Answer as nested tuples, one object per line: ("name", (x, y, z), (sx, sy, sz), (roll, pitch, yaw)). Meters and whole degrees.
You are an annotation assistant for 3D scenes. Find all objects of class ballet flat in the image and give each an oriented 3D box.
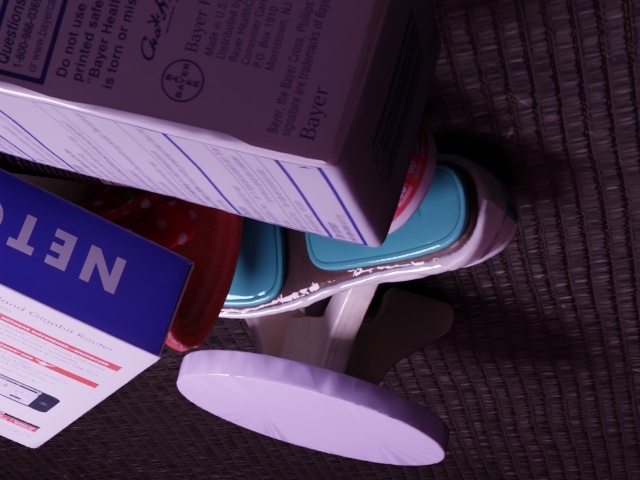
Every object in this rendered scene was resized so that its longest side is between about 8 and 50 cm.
("ballet flat", (0.000, 0.000, 1.693), (0.400, 0.139, 0.139), (-7, 151, 34))

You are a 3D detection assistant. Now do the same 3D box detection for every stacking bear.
("stacking bear", (-0.227, -0.025, 1.678), (0.289, 0.164, 0.175), (8, 149, 35))

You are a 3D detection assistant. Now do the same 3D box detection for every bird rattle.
("bird rattle", (-0.194, -0.077, 1.479), (0.253, 0.207, 0.143), (0, 141, 26))

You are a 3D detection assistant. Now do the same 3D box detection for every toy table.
("toy table", (0.005, 0.107, 1.873), (0.274, 0.161, 0.252), (22, 155, -24))

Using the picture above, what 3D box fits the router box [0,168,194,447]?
("router box", (-0.302, 0.025, 1.408), (0.335, 0.082, 0.301), (27, 152, -16))

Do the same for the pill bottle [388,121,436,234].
("pill bottle", (-0.006, -0.082, 1.504), (0.180, 0.108, 0.108), (26, 153, -32))

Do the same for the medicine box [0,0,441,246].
("medicine box", (-0.093, -0.117, 1.093), (0.289, 0.149, 0.263), (15, 173, 9))

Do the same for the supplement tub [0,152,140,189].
("supplement tub", (-0.115, -0.130, 1.332), (0.316, 0.194, 0.193), (7, 157, 8))
